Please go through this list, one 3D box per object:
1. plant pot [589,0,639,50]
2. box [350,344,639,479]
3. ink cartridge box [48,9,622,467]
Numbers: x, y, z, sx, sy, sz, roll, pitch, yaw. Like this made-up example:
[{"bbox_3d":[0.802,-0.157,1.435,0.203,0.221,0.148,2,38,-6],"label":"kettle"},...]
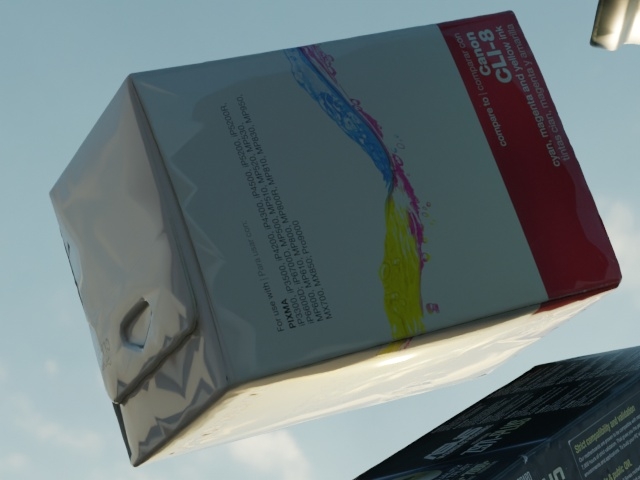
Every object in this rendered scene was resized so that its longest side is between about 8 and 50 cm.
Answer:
[{"bbox_3d":[0.231,-0.164,0.494,0.255,0.271,0.271,13,-32,8],"label":"plant pot"},{"bbox_3d":[0.082,0.130,0.581,0.077,0.180,0.147,-16,-85,39],"label":"box"},{"bbox_3d":[0.000,0.000,0.698,0.176,0.127,0.128,-13,-15,-28],"label":"ink cartridge box"}]
